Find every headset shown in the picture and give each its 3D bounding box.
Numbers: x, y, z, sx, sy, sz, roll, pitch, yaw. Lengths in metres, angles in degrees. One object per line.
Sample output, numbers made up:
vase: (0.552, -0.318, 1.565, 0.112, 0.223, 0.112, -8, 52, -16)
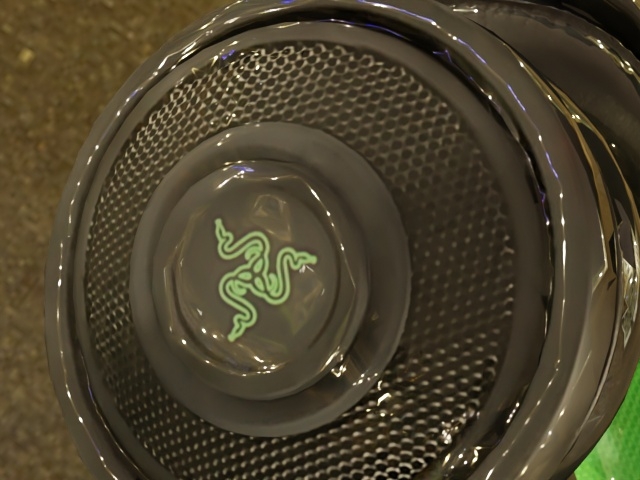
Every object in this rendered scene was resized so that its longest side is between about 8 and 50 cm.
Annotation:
headset: (0.000, 0.000, 0.434, 0.394, 0.185, 0.243, 64, 22, -8)
